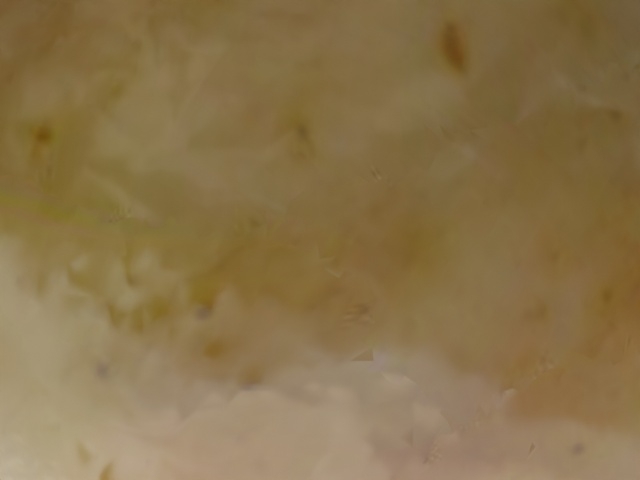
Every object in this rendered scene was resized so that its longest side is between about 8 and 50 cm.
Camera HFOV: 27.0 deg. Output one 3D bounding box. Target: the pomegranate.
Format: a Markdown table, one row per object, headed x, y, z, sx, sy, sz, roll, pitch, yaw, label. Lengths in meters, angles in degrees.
| x | y | z | sx | sy | sz | roll | pitch | yaw | label |
| --- | --- | --- | --- | --- | --- | --- | --- | --- | --- |
| 0.000 | 0.000 | 0.532 | 0.412 | 0.411 | 0.411 | 9 | -163 | -3 | pomegranate |
